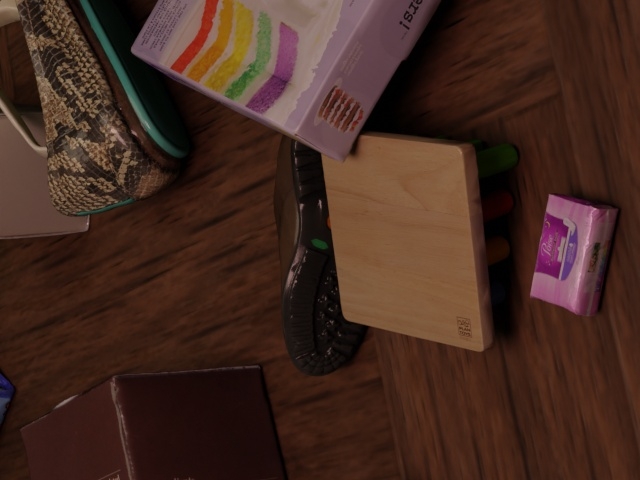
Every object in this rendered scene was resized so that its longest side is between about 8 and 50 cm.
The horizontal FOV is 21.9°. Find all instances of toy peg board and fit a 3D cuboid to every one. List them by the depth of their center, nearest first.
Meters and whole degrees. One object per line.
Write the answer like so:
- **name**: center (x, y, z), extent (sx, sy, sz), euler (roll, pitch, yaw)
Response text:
- **toy peg board**: center (0.089, -0.012, 1.297), extent (0.161, 0.079, 0.160), euler (11, 115, 49)

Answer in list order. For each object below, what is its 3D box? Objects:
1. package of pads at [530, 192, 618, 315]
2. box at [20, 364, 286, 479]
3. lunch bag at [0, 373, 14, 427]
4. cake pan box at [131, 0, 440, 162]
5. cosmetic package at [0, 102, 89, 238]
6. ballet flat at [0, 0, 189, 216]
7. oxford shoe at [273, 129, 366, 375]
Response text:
- **package of pads**: center (0.184, 0.010, 1.205), extent (0.050, 0.032, 0.083), euler (20, 106, 46)
- **box**: center (-0.141, 0.235, 1.481), extent (0.168, 0.167, 0.203), euler (-29, 69, 46)
- **lunch bag**: center (-0.520, 0.222, 1.821), extent (0.138, 0.293, 0.221), euler (46, 123, 38)
- **cake pan box**: center (-0.007, -0.220, 1.335), extent (0.246, 0.070, 0.266), euler (32, 91, 44)
- **cosmetic package**: center (-0.385, -0.084, 1.772), extent (0.296, 0.153, 0.129), euler (11, 101, 50)
- **ballet flat**: center (-0.277, -0.244, 1.616), extent (0.182, 0.164, 0.482), euler (-24, 73, 17)
- **oxford shoe**: center (0.000, 0.000, 1.398), extent (0.096, 0.083, 0.227), euler (-156, 68, -70)
